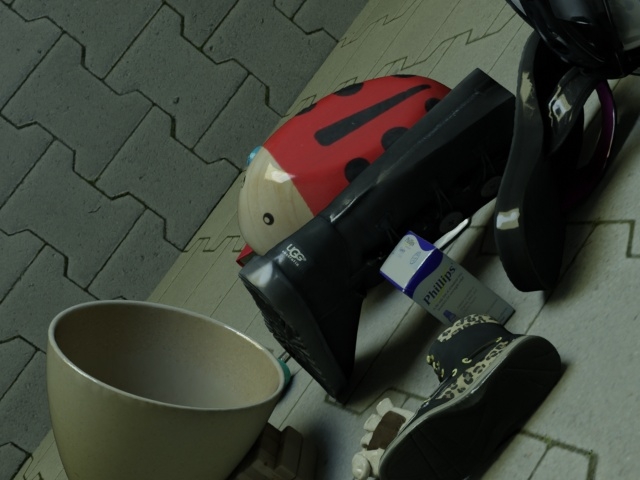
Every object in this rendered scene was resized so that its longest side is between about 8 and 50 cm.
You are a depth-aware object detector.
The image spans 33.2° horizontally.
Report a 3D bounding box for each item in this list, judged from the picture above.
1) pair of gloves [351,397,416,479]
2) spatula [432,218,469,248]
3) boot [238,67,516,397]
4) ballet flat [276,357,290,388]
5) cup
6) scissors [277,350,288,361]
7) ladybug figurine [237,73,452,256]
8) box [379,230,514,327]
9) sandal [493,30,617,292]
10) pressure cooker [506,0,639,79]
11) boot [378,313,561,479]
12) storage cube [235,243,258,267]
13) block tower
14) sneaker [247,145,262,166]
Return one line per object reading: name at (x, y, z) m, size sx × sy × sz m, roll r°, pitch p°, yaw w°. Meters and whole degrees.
pair of gloves at (0.055, 0.307, 1.305) m, size 0.240 × 0.042 × 0.204 m, roll -54°, pitch 15°, yaw -7°
spatula at (0.255, -0.091, 1.709) m, size 0.242 × 0.019 × 0.168 m, roll -46°, pitch 10°, yaw 18°
boot at (0.118, 0.001, 1.566) m, size 0.445 × 0.146 × 0.367 m, roll -42°, pitch -25°, yaw -12°
ballet flat at (-0.144, 0.252, 1.909) m, size 0.247 × 0.087 × 0.083 m, roll -13°, pitch 79°, yaw 44°
cup at (-0.238, 0.258, 1.505) m, size 0.331 × 0.331 × 0.236 m, roll -106°, pitch 31°, yaw -72°
scissors at (-0.125, 0.280, 1.958) m, size 0.297 × 0.021 × 0.109 m, roll -42°, pitch 16°, yaw 29°
ladybug figurine at (0.062, -0.135, 1.742) m, size 0.449 × 0.162 × 0.305 m, roll -32°, pitch 51°, yaw -12°
box at (0.159, 0.063, 1.382) m, size 0.072 × 0.137 × 0.126 m, roll -52°, pitch 15°, yaw 1°
sandal at (0.319, -0.119, 1.379) m, size 0.107 × 0.167 × 0.445 m, roll -10°, pitch 45°, yaw 30°
pressure cooker at (0.380, -0.421, 1.299) m, size 0.420 × 0.370 × 0.375 m, roll -37°, pitch -15°, yaw -21°
boot at (0.151, 0.181, 1.227) m, size 0.236 × 0.085 × 0.178 m, roll -41°, pitch 13°, yaw -2°
storage cube at (0.000, 0.000, 1.921) m, size 0.215 × 0.184 × 0.193 m, roll -28°, pitch 26°, yaw 58°
block tower at (-0.147, 0.399, 1.592) m, size 0.335 × 0.091 × 0.097 m, roll -44°, pitch 16°, yaw 25°
sneaker at (-0.056, -0.129, 2.342) m, size 0.127 × 0.208 × 0.319 m, roll -54°, pitch 15°, yaw -15°
